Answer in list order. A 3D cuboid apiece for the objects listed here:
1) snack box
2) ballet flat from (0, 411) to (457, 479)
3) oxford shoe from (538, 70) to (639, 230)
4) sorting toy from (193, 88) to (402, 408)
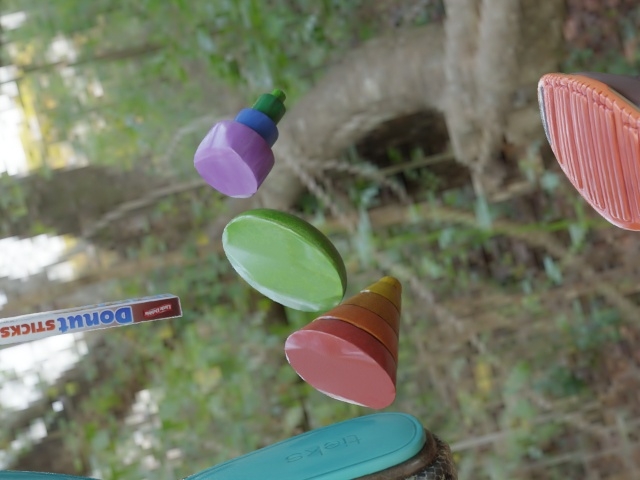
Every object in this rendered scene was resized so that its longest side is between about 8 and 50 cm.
[{"bbox_3d":[-0.222,0.073,1.629,0.064,0.178,0.022,-178,79,-78],"label":"snack box"},{"bbox_3d":[-0.125,0.258,1.367,0.164,0.483,0.182,-115,19,-71],"label":"ballet flat"},{"bbox_3d":[0.239,-0.059,1.112,0.271,0.098,0.097,34,143,55],"label":"oxford shoe"},{"bbox_3d":[0.000,0.000,1.651,0.126,0.127,0.365,-57,-44,-32],"label":"sorting toy"}]
